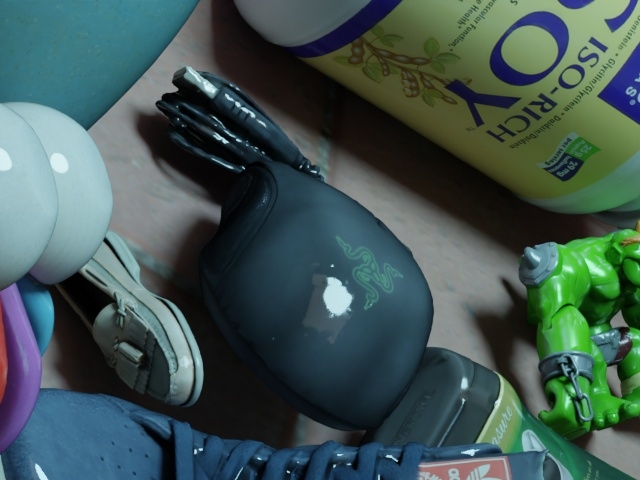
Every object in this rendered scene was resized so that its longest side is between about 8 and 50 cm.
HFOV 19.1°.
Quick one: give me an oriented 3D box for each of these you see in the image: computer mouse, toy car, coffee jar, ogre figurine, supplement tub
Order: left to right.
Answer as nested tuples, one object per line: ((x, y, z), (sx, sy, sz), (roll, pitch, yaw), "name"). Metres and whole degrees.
((-0.159, 0.026, 0.732), (0.182, 0.159, 0.136), (-9, 81, -81), "toy car")
((0.000, 0.000, 0.969), (0.188, 0.072, 0.272), (41, 14, -16), "computer mouse")
((0.103, 0.136, 0.988), (0.184, 0.079, 0.096), (37, 76, -17), "coffee jar")
((0.134, -0.163, 1.218), (0.331, 0.241, 0.241), (30, 36, -25), "supplement tub")
((0.174, 0.053, 1.175), (0.197, 0.097, 0.118), (-13, 82, -38), "ogre figurine")

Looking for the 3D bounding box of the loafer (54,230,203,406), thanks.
((-0.097, 0.038, 0.897), (0.039, 0.045, 0.125), (0, 32, -32), "loafer")

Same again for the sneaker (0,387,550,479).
((0.019, 0.130, 0.845), (0.350, 0.148, 0.131), (27, 37, -29), "sneaker")

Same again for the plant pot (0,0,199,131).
((-0.170, -0.141, 0.847), (0.290, 0.290, 0.195), (13, 81, -42), "plant pot")
